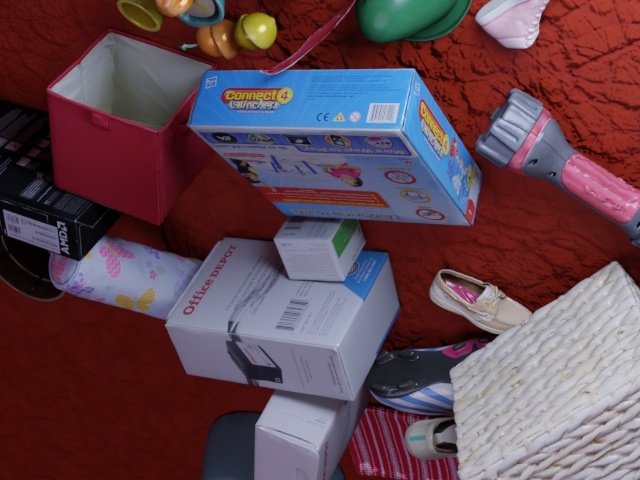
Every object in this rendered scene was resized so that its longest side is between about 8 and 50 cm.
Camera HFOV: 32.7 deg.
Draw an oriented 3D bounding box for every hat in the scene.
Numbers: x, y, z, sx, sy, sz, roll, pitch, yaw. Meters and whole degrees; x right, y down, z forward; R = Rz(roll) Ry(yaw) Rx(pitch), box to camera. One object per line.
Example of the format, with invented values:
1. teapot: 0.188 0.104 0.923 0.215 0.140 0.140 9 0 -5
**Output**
1. hat: 0.072 -0.275 1.346 0.173 0.183 0.208 35 138 -1

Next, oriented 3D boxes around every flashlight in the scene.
1. flashlight: 0.354 -0.081 1.431 0.304 0.103 0.103 32 135 1

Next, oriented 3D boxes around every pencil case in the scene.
1. pencil case: -0.318 0.054 1.841 0.273 0.124 0.113 18 137 -39

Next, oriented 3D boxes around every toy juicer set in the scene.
1. toy juicer set: -0.150 -0.312 1.425 0.209 0.089 0.329 32 162 -11

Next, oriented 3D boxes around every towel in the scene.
1. towel: 0.173 0.390 2.023 0.275 0.031 0.199 6 131 25

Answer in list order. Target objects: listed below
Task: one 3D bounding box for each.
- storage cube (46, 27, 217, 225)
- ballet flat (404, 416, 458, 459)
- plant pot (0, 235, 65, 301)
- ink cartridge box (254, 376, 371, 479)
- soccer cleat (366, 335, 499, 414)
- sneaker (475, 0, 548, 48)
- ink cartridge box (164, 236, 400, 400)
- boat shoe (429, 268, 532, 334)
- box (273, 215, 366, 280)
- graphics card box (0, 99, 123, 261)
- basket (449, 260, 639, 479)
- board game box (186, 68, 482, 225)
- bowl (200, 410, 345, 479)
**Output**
1. storage cube: -0.279 -0.170 1.643 0.215 0.183 0.193 21 137 11
2. ballet flat: 0.255 0.318 1.785 0.086 0.248 0.086 5 96 58
3. plant pot: -0.475 -0.008 1.919 0.167 0.165 0.167 16 134 17
4. ink cartridge box: -0.005 0.285 1.838 0.117 0.283 0.207 18 136 14
5. soccer cleat: 0.241 0.228 1.794 0.331 0.116 0.143 -3 153 26
6. sneaker: 0.260 -0.281 1.335 0.070 0.051 0.134 46 139 -17
7. ink cartridge box: -0.057 0.120 1.758 0.307 0.223 0.129 6 132 25
8. boat shoe: 0.249 0.093 1.679 0.170 0.063 0.059 20 142 13
9. box: 0.000 0.000 1.704 0.102 0.101 0.087 2 130 28
10. graphics card box: -0.492 -0.115 1.779 0.371 0.233 0.094 16 131 15
11. basket: 0.384 0.257 1.502 0.331 0.328 0.266 -35 106 17
12. board game box: 0.029 -0.122 1.486 0.308 0.086 0.302 4 161 26
13. bowl: -0.122 0.511 2.206 0.312 0.163 0.311 16 136 17
